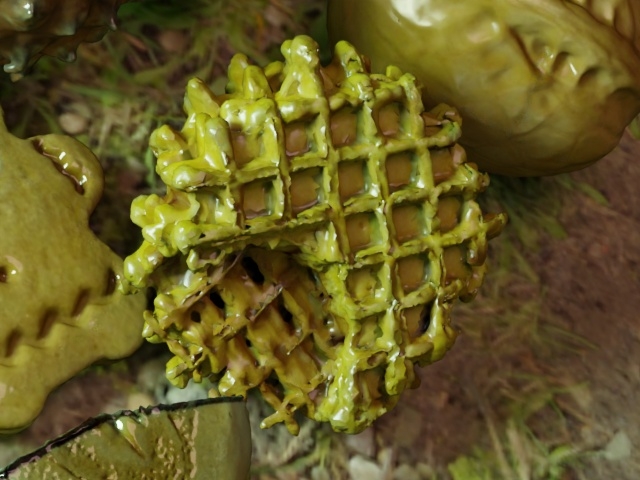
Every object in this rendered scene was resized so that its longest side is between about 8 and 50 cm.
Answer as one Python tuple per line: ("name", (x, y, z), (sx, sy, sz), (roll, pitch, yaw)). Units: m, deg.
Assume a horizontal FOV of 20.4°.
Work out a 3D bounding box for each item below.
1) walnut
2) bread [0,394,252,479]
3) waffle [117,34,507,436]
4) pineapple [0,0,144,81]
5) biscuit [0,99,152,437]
("walnut", (0.101, -0.120, 1.015), (0.207, 0.159, 0.159), (27, 52, -21))
("bread", (-0.092, 0.124, 0.801), (0.157, 0.083, 0.094), (-33, 84, -37))
("waffle", (0.000, 0.000, 0.892), (0.193, 0.070, 0.197), (18, 84, -28))
("pineapple", (-0.144, -0.154, 0.824), (0.166, 0.193, 0.166), (1, 86, -20))
("biscuit", (-0.193, -0.023, 0.862), (0.184, 0.035, 0.249), (-33, 81, -39))
